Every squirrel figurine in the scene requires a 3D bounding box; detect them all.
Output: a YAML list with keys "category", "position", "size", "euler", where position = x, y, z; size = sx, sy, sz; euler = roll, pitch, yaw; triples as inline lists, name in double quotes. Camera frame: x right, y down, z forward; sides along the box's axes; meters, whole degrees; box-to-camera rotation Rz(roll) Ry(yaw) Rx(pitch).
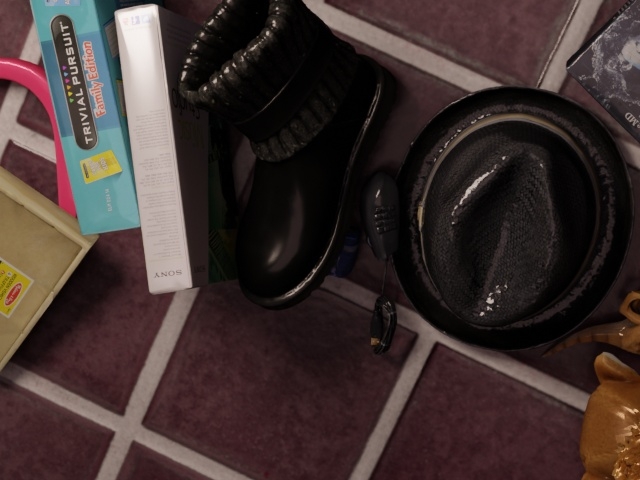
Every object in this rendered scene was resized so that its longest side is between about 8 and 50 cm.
- category: "squirrel figurine"
  position: [0.458, 0.236, 1.546]
  size: [0.370, 0.397, 0.281]
  euler: [12, 90, 28]

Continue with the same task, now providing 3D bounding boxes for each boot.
- category: "boot"
  position: [-0.066, -0.108, 1.596]
  size: [0.131, 0.260, 0.348]
  euler: [17, 85, 37]

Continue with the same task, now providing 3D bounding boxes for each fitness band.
- category: "fitness band"
  position: [-0.411, -0.093, 1.799]
  size: [0.209, 0.054, 0.291]
  euler: [0, 102, 7]

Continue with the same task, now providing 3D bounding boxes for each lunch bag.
- category: "lunch bag"
  position: [0.000, 0.000, 1.735]
  size: [0.098, 0.067, 0.065]
  euler: [17, 103, 7]

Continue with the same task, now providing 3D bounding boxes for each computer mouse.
- category: "computer mouse"
  position: [0.068, 0.031, 1.727]
  size: [0.041, 0.071, 0.242]
  euler: [-6, 106, -21]

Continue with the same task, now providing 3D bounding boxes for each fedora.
- category: "fedora"
  position: [0.224, -0.015, 1.650]
  size: [0.334, 0.152, 0.334]
  euler: [2, 102, 9]

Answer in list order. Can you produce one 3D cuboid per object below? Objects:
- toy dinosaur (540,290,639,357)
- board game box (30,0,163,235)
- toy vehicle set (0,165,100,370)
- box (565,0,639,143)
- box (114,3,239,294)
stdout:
- category: "toy dinosaur"
  position: [0.383, 0.113, 1.694]
  size: [0.211, 0.064, 0.112]
  euler: [7, 103, 9]
- category: "board game box"
  position: [-0.244, -0.196, 1.642]
  size: [0.079, 0.254, 0.336]
  euler: [-8, 99, 12]
- category: "toy vehicle set"
  position: [-0.424, 0.042, 1.789]
  size: [0.166, 0.035, 0.267]
  euler: [36, 119, -8]
- category: "box"
  position: [0.397, -0.206, 1.614]
  size: [0.156, 0.093, 0.158]
  euler: [44, 106, -1]
- category: "box"
  position: [-0.160, -0.102, 1.631]
  size: [0.058, 0.232, 0.322]
  euler: [-6, 90, 12]
